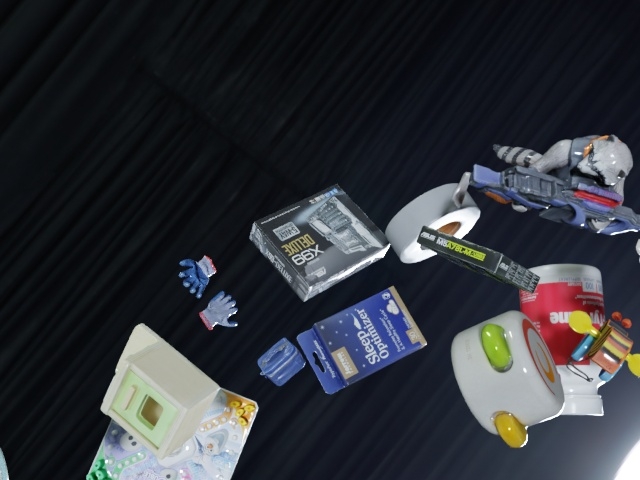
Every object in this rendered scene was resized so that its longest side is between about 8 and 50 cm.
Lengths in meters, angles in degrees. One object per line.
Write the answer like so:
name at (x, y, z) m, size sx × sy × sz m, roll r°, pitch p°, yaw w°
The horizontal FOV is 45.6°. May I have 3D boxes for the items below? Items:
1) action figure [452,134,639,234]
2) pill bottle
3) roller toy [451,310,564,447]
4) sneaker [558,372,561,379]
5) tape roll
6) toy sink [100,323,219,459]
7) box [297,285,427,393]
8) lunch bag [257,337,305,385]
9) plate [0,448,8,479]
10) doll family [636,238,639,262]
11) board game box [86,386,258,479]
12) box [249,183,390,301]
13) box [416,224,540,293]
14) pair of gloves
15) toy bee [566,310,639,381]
action figure at (0.371, -0.119, 1.292) m, size 0.342 × 0.178 × 0.330 m, roll 16°, pitch -12°, yaw -27°
pill bottle at (0.687, 0.283, 2.144) m, size 0.229 × 0.407 × 0.229 m, roll 0°, pitch -13°, yaw 0°
roller toy at (0.319, 0.233, 1.319) m, size 0.209 × 0.146 × 0.191 m, roll 62°, pitch 23°, yaw 0°
sneaker at (0.481, 0.326, 1.651) m, size 0.075 × 0.063 × 0.170 m, roll -9°, pitch -4°, yaw 25°
tape roll at (0.263, -0.038, 1.785) m, size 0.072 × 0.219 × 0.219 m, roll 60°, pitch 8°, yaw 23°
toy sink at (-0.357, 0.311, 1.585) m, size 0.234 × 0.152 × 0.131 m, roll 37°, pitch 26°, yaw 14°
box at (0.082, 0.196, 1.502) m, size 0.136 × 0.225 × 0.036 m, roll 60°, pitch -19°, yaw 15°
lunch bag at (-0.093, 0.271, 1.699) m, size 0.065 × 0.098 × 0.067 m, roll 54°, pitch -9°, yaw -31°
plate at (-0.648, 0.455, 1.500) m, size 0.024 × 0.188 × 0.188 m, roll -9°, pitch 35°, yaw -39°
doll family at (0.663, 0.058, 1.341) m, size 0.163 × 0.118 × 0.262 m, roll -11°, pitch -79°, yaw 45°
board game box at (-0.429, 0.582, 2.187) m, size 0.390 × 0.389 × 0.050 m, roll 20°, pitch -9°, yaw 7°
box at (0.000, 0.000, 2.071) m, size 0.242 × 0.308 × 0.076 m, roll 49°, pitch -37°, yaw 21°
box at (0.309, 0.038, 1.485) m, size 0.184 × 0.045 × 0.191 m, roll 20°, pitch -3°, yaw 41°
pair of gloves at (-0.257, 0.123, 1.775) m, size 0.198 × 0.023 × 0.159 m, roll 59°, pitch 22°, yaw -4°
toy bee at (0.640, 0.224, 1.721) m, size 0.195 × 0.162 × 0.298 m, roll 39°, pitch -5°, yaw -8°
